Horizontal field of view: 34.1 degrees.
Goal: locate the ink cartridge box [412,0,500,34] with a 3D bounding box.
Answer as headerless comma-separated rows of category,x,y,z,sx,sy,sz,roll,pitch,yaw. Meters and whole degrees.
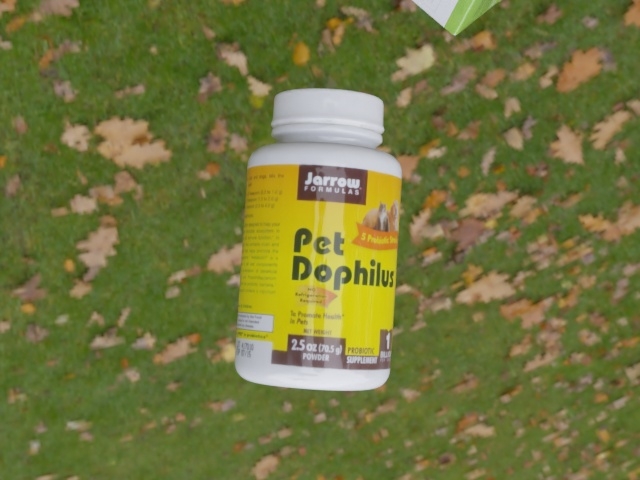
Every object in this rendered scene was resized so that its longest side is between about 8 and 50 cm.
ink cartridge box,0.108,-0.378,1.113,0.097,0.255,0.189,-40,168,-33

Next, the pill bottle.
pill bottle,0.000,0.000,0.780,0.117,0.215,0.117,3,177,0
